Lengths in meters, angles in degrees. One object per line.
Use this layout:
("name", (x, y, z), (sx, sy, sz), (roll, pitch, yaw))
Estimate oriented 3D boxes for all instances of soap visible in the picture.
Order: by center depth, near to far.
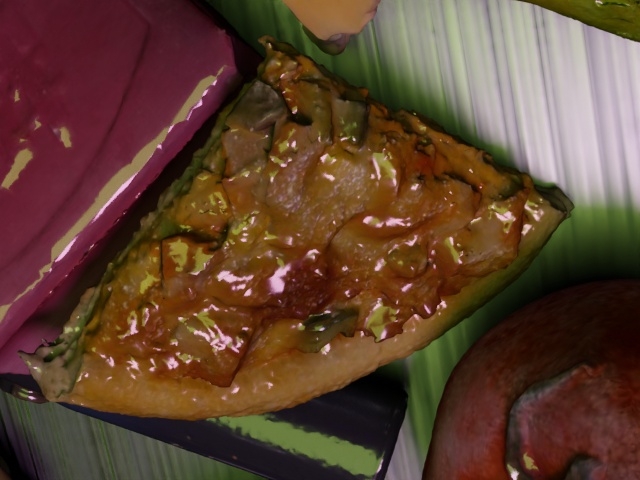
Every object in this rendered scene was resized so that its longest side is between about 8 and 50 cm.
("soap", (-0.150, -0.039, 0.506), (0.162, 0.099, 0.250), (43, 97, 10))

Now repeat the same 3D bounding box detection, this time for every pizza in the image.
("pizza", (0.000, 0.000, 0.475), (0.292, 0.058, 0.197), (-15, 128, -16))

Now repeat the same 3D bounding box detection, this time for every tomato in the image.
("tomato", (0.160, 0.128, 0.475), (0.188, 0.232, 0.232), (9, 112, -35))

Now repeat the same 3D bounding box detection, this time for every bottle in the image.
("bottle", (-0.076, 0.085, 0.574), (0.244, 0.072, 0.082), (19, 106, 6))

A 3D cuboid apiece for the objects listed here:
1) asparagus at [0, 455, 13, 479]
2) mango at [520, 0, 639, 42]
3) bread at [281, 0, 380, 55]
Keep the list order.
("asparagus", (-0.193, 0.223, 0.633), (0.080, 0.080, 0.287), (-22, 99, 15))
("mango", (0.153, -0.146, 0.450), (0.233, 0.111, 0.125), (-7, 99, 14))
("bread", (0.005, -0.227, 0.424), (0.211, 0.183, 0.224), (-40, 96, 12))
